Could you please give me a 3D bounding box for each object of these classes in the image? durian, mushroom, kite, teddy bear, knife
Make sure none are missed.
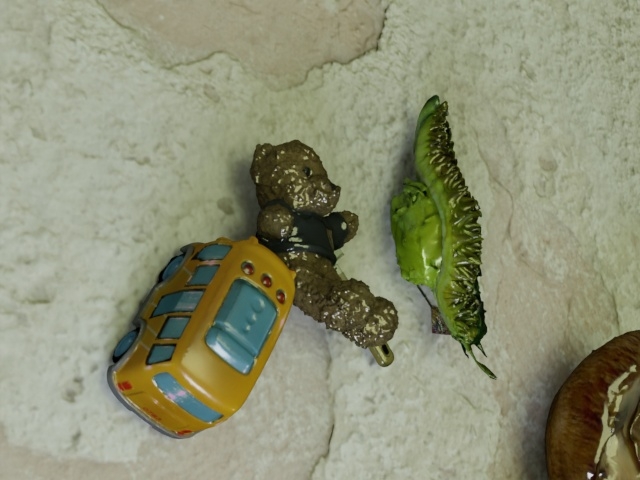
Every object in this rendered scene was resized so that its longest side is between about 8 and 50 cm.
[{"bbox_3d":[0.151,-0.008,1.482,0.106,0.132,0.375,14,64,-48],"label":"durian"},{"bbox_3d":[0.412,0.275,1.566,0.263,0.195,0.283,9,56,-28],"label":"mushroom"},{"bbox_3d":[0.150,0.088,1.534,0.044,0.002,0.078,-19,90,-40],"label":"kite"},{"bbox_3d":[-0.018,0.010,1.345,0.251,0.129,0.182,70,13,17],"label":"teddy bear"},{"bbox_3d":[0.013,0.019,1.435,0.047,0.017,0.298,-35,96,-38],"label":"knife"}]

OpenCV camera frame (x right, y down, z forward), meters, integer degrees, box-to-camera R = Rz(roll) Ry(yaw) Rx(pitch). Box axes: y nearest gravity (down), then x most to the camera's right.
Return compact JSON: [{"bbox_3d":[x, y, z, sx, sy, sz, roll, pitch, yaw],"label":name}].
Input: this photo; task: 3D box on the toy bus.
[{"bbox_3d":[-0.112,0.093,1.239,0.126,0.136,0.210,42,55,-22],"label":"toy bus"}]
